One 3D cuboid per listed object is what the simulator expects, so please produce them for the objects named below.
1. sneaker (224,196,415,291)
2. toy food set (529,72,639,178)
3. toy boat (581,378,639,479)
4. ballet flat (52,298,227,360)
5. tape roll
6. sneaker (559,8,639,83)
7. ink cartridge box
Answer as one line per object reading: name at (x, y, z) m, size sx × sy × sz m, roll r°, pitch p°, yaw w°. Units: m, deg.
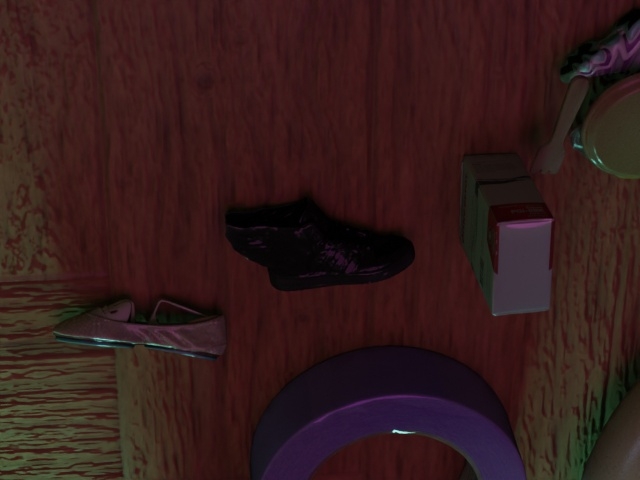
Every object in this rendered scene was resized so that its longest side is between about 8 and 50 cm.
sneaker at (0.000, -0.002, 1.572) m, size 0.170 × 0.051 × 0.089 m, roll -10°, pitch 125°, yaw 4°
toy food set at (0.295, -0.108, 1.538) m, size 0.192 × 0.038 × 0.132 m, roll 5°, pitch 131°, yaw -16°
toy boat at (0.425, 0.259, 1.728) m, size 0.318 × 0.148 × 0.267 m, roll 20°, pitch 111°, yaw -8°
ballet flat at (-0.172, 0.080, 1.609) m, size 0.168 × 0.057 × 0.052 m, roll 8°, pitch 91°, yaw -14°
tape roll at (0.067, 0.245, 1.698) m, size 0.275 × 0.090 × 0.274 m, roll -3°, pitch 119°, yaw -5°
sneaker at (0.272, -0.157, 1.520) m, size 0.098 × 0.038 × 0.069 m, roll -34°, pitch 117°, yaw 13°
ink cartridge box at (0.171, -0.008, 1.539) m, size 0.056 × 0.135 × 0.099 m, roll -5°, pitch 120°, yaw -7°
